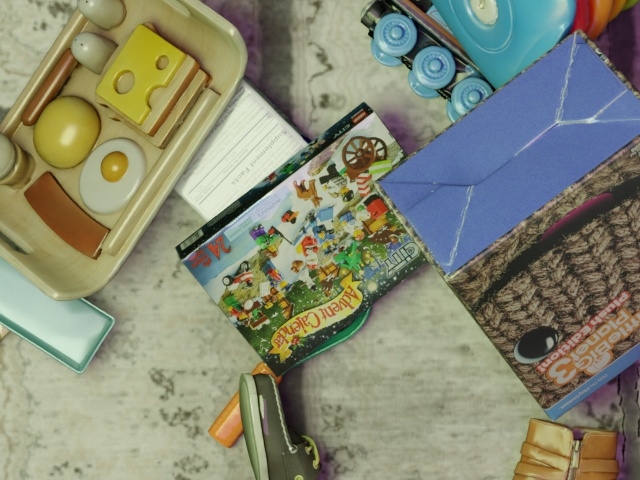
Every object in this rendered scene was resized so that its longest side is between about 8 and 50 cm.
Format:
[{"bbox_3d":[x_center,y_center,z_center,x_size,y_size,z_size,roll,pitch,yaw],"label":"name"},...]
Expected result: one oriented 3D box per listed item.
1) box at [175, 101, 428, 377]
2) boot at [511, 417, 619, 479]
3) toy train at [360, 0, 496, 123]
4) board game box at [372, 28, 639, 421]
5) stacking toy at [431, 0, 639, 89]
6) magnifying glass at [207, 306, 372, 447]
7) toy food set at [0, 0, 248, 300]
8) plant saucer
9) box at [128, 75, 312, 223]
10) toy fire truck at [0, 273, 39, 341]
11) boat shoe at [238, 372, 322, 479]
[{"bbox_3d":[0.000,0.000,1.776,0.233,0.044,0.159,-38,111,1],"label":"box"},{"bbox_3d":[0.200,0.251,1.816,0.197,0.073,0.152,5,94,-10],"label":"boot"},{"bbox_3d":[0.129,-0.188,1.797,0.184,0.080,0.105,40,84,2],"label":"toy train"},{"bbox_3d":[0.224,-0.006,1.683,0.232,0.291,0.141,-37,51,3],"label":"board game box"},{"bbox_3d":[0.263,-0.271,1.736,0.302,0.175,0.166,-27,72,-28],"label":"stacking toy"},{"bbox_3d":[-0.033,0.109,1.842,0.092,0.026,0.231,37,91,0],"label":"magnifying glass"},{"bbox_3d":[-0.229,-0.122,1.754,0.219,0.092,0.306,36,95,32],"label":"toy food set"},{"bbox_3d":[-0.297,0.053,1.803,0.192,0.018,0.067,33,95,-3],"label":"plant saucer"},{"bbox_3d":[-0.096,-0.095,1.808,0.137,0.072,0.126,45,94,0],"label":"box"},{"bbox_3d":[-0.354,0.063,1.838,0.135,0.047,0.192,31,94,-1],"label":"toy fire truck"},{"bbox_3d":[-0.032,0.231,1.812,0.068,0.081,0.228,-12,106,-8],"label":"boat shoe"}]
